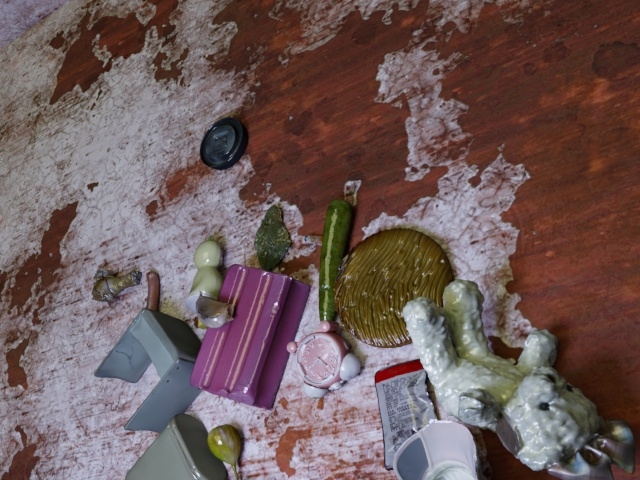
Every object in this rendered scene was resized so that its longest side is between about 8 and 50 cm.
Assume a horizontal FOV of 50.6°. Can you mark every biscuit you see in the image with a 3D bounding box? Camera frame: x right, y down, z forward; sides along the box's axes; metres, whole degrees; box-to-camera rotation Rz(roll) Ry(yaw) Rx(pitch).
[{"bbox_3d":[0.177,0.114,1.692,0.318,0.040,0.318,-11,64,24],"label":"biscuit"}]

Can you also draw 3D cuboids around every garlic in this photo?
[{"bbox_3d":[-0.297,0.199,1.845,0.152,0.066,0.084,12,51,39],"label":"garlic"}]

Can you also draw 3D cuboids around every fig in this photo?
[{"bbox_3d":[-0.231,0.563,1.803,0.093,0.093,0.166,-46,80,11],"label":"fig"}]

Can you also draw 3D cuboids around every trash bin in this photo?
[{"bbox_3d":[-0.404,0.643,1.850,0.247,0.121,0.243,-47,52,13],"label":"trash bin"}]

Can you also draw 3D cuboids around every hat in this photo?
[{"bbox_3d":[0.275,0.497,1.375,0.232,0.161,0.275,8,108,48],"label":"hat"}]

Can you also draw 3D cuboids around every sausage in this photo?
[{"bbox_3d":[-0.546,0.181,2.188,0.047,0.040,0.177,-22,60,34],"label":"sausage"}]

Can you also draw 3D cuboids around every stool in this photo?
[{"bbox_3d":[-0.482,0.381,1.978,0.270,0.170,0.243,-52,51,7],"label":"stool"}]

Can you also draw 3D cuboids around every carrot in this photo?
[{"bbox_3d":[0.033,0.060,1.821,0.074,0.074,0.358,-2,73,34],"label":"carrot"}]

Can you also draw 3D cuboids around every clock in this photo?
[{"bbox_3d":[-0.318,-0.319,2.237,0.184,0.040,0.184,-14,63,30],"label":"clock"},{"bbox_3d":[0.014,0.306,1.723,0.166,0.093,0.162,-34,64,19],"label":"clock"}]

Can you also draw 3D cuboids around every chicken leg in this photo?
[{"bbox_3d":[-0.701,0.152,2.288,0.196,0.080,0.125,-5,56,33],"label":"chicken leg"}]

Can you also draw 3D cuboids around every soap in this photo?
[{"bbox_3d":[-0.194,0.259,1.855,0.233,0.128,0.359,10,77,39],"label":"soap"}]

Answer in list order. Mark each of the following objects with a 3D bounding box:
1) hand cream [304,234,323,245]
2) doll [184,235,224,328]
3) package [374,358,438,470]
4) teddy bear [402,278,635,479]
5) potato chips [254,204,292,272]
[{"bbox_3d":[0.000,0.000,1.897,0.102,0.022,0.035,9,70,32],"label":"hand cream"},{"bbox_3d":[-0.333,0.115,2.030,0.141,0.117,0.296,-45,33,51],"label":"doll"},{"bbox_3d":[0.201,0.403,1.581,0.154,0.030,0.239,-22,60,27],"label":"package"},{"bbox_3d":[0.394,0.262,1.335,0.362,0.327,0.375,-10,97,57],"label":"teddy bear"},{"bbox_3d":[-0.141,-0.002,1.994,0.142,0.026,0.209,7,76,34],"label":"potato chips"}]
